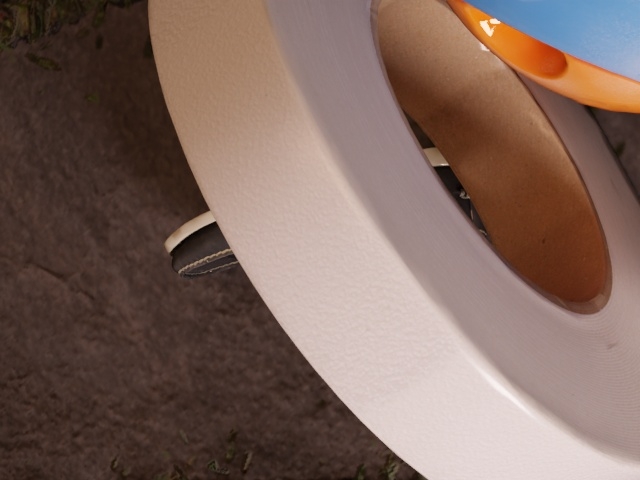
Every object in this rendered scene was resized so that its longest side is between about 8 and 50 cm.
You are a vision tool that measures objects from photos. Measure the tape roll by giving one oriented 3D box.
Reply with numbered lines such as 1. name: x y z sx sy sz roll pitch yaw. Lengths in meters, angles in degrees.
1. tape roll: 0.068 -0.033 0.971 0.072 0.392 0.392 -35 73 25

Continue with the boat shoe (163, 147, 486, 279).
1. boat shoe: 0.000 0.000 1.182 0.233 0.084 0.079 -12 83 26

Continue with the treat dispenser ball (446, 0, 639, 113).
1. treat dispenser ball: 0.184 -0.211 0.962 0.288 0.288 0.288 -1 89 30
